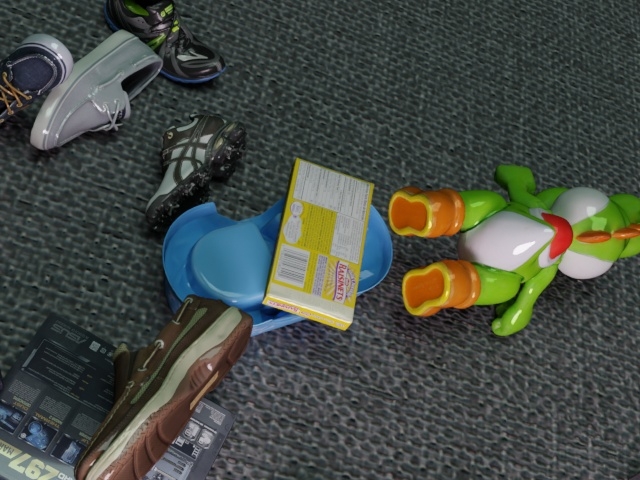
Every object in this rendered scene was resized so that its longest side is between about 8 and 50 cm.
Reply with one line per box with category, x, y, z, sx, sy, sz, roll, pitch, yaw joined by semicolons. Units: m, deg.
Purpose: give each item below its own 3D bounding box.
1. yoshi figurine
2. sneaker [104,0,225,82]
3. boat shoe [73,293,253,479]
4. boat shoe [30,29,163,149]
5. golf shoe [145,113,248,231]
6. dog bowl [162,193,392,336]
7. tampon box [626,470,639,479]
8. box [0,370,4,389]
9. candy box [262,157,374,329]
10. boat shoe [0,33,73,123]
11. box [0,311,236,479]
yoshi figurine;0.256;0.000;1.314;0.362;0.204;0.203;-6;41;-27
sneaker;-0.210;-0.279;1.351;0.188;0.078;0.067;38;53;3
boat shoe;-0.173;0.148;1.015;0.095;0.095;0.257;29;43;13
boat shoe;-0.272;-0.182;1.261;0.081;0.079;0.227;29;49;3
golf shoe;-0.173;-0.087;1.254;0.093;0.077;0.198;26;47;13
dog bowl;-0.056;0.027;1.218;0.297;0.074;0.166;-16;66;-31
tampon box;0.489;0.299;1.247;0.161;0.101;0.120;-21;68;-31
box;-0.493;0.001;0.933;0.312;0.179;0.343;-15;71;-18
candy box;0.000;0.000;1.195;0.105;0.027;0.206;20;53;-12
boat shoe;-0.357;-0.174;1.170;0.065;0.183;0.083;46;53;-25
box;-0.228;0.207;1.037;0.232;0.059;0.183;29;51;-3
